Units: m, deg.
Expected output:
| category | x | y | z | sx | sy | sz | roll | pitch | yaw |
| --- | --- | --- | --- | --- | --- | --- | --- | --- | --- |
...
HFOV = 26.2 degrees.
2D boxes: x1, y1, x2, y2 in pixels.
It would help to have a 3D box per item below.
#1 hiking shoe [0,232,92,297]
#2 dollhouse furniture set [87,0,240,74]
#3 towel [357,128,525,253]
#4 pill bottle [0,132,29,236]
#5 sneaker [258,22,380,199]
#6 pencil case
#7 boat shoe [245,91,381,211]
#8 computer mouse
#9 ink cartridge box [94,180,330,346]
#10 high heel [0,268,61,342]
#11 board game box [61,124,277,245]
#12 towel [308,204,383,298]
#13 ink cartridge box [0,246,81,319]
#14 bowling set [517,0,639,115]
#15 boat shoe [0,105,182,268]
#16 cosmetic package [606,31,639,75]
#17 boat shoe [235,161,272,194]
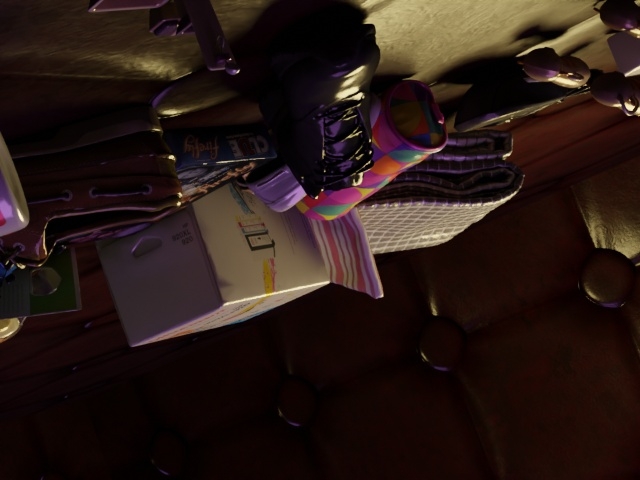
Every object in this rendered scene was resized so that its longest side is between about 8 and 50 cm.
| category | x | y | z | sx | sy | sz | roll | pitch | yaw |
| --- | --- | --- | --- | --- | --- | --- | --- | --- | --- |
| hiking shoe | -0.358 | 0.033 | 1.380 | 0.304 | 0.132 | 0.113 | -17 | 172 | -29 |
| dollhouse furniture set | -0.114 | -0.142 | 0.968 | 0.114 | 0.081 | 0.091 | -14 | 170 | -45 |
| towel | 0.110 | -0.060 | 1.921 | 0.284 | 0.121 | 0.235 | -7 | 168 | -21 |
| pill bottle | -0.332 | -0.030 | 1.081 | 0.180 | 0.108 | 0.108 | -20 | 173 | -6 |
| sneaker | 0.013 | -0.120 | 1.322 | 0.109 | 0.130 | 0.286 | -18 | 171 | -7 |
| pencil case | 0.055 | -0.105 | 1.652 | 0.104 | 0.104 | 0.236 | -16 | 170 | -37 |
| boat shoe | -0.011 | -0.111 | 1.570 | 0.184 | 0.066 | 0.063 | -39 | 124 | 24 |
| computer mouse | 0.237 | -0.186 | 1.792 | 0.262 | 0.060 | 0.184 | -19 | -179 | -40 |
| ink cartridge box | -0.140 | 0.019 | 1.755 | 0.171 | 0.168 | 0.233 | -25 | 171 | 34 |
| high heel | -0.477 | 0.121 | 1.832 | 0.186 | 0.093 | 0.261 | -34 | 176 | 35 |
| board game box | -0.191 | -0.059 | 1.533 | 0.243 | 0.042 | 0.165 | -26 | 171 | 35 |
| towel | 0.000 | 0.000 | 1.850 | 0.029 | 0.144 | 0.197 | -36 | -148 | -28 |
| ink cartridge box | -0.382 | 0.098 | 1.478 | 0.255 | 0.097 | 0.189 | -9 | -159 | -9 |
| bowling set | 0.381 | -0.229 | 1.572 | 0.287 | 0.199 | 0.154 | 24 | -166 | 31 |
| boat shoe | -0.278 | -0.028 | 1.259 | 0.307 | 0.104 | 0.111 | -20 | 173 | -7 |
| cosmetic package | 0.491 | -0.273 | 1.810 | 0.239 | 0.060 | 0.099 | -14 | 168 | -41 |
| boat shoe | -0.083 | -0.082 | 1.668 | 0.045 | 0.050 | 0.135 | -17 | 163 | -5 |
